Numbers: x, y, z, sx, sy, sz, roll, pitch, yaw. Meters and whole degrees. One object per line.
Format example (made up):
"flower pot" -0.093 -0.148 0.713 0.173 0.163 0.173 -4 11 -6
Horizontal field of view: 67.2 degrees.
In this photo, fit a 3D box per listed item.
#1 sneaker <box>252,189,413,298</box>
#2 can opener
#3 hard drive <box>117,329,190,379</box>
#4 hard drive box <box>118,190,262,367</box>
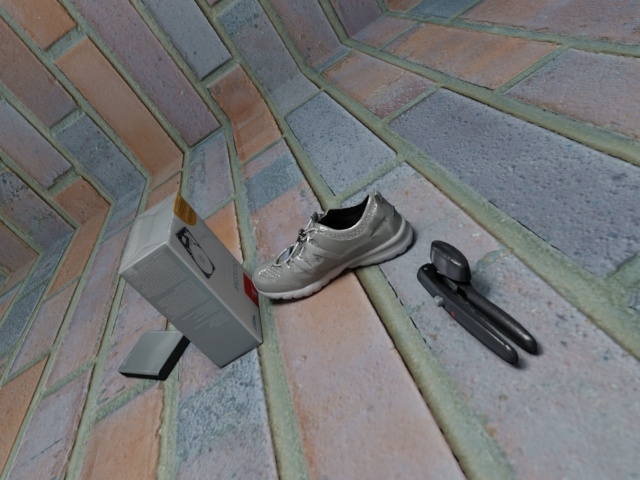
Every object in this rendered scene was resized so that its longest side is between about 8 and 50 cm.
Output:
"sneaker" 0.000 0.000 0.781 0.281 0.115 0.105 -26 32 17
"can opener" 0.172 0.075 0.563 0.059 0.073 0.186 -28 39 -2
"hard drive" -0.308 0.211 0.896 0.135 0.022 0.094 -10 39 38
"hard drive box" -0.201 0.061 0.786 0.089 0.232 0.181 -32 31 7
